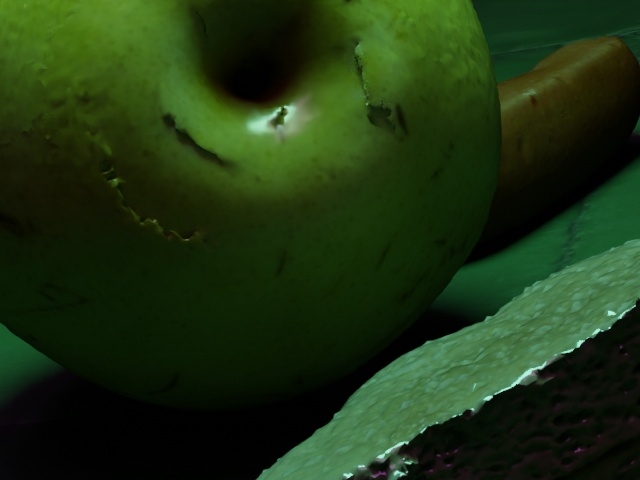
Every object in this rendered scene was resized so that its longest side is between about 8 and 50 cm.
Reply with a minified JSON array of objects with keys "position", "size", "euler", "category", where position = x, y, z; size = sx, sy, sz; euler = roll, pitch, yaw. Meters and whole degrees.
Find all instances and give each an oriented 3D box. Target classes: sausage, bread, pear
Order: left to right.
[{"position":[-0.067,-0.070,1.034],"size":[0.348,0.348,0.348],"euler":[-11,15,3],"category":"pear"},{"position":[0.155,-0.074,1.348],"size":[0.094,0.097,0.348],"euler":[11,25,35],"category":"sausage"},{"position":[0.109,0.072,0.760],"size":[0.337,0.102,0.183],"euler":[-27,4,-7],"category":"bread"}]
